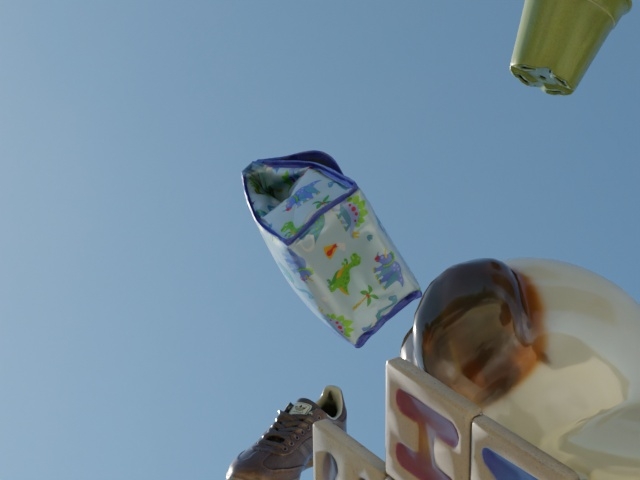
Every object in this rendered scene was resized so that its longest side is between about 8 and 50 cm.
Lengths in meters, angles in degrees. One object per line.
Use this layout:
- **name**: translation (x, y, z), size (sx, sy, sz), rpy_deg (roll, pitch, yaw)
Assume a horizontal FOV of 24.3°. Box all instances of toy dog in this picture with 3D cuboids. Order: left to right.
- **toy dog**: translation (0.210, 0.173, 0.943), size (0.408, 0.284, 0.395), rpy_deg (38, -70, 30)

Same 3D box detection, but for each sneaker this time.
- **sneaker**: translation (-0.032, 0.187, 1.423), size (0.066, 0.188, 0.071), rpy_deg (11, -78, 24)

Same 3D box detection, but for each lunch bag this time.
- **lunch bag**: translation (0.000, 0.000, 1.247), size (0.096, 0.151, 0.129), rpy_deg (-39, -61, -13)

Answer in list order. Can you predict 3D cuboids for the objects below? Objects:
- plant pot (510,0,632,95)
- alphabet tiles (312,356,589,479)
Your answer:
- **plant pot**: translation (0.177, -0.152, 1.099), size (0.083, 0.083, 0.079), rpy_deg (23, -101, -3)
- **alphabet tiles**: translation (0.094, 0.216, 0.593), size (0.011, 0.342, 0.285), rpy_deg (-16, -62, -30)
